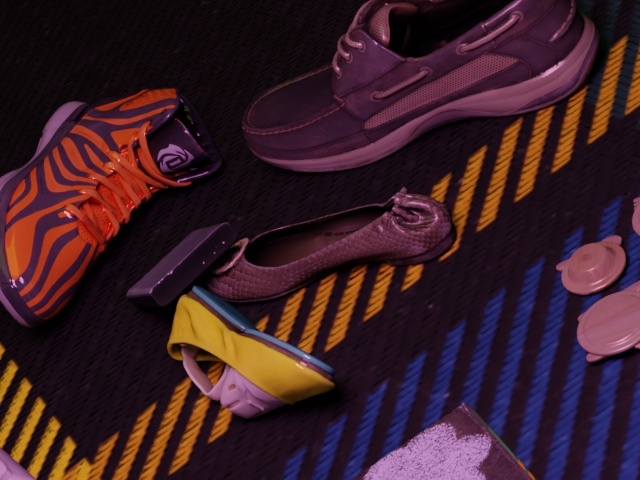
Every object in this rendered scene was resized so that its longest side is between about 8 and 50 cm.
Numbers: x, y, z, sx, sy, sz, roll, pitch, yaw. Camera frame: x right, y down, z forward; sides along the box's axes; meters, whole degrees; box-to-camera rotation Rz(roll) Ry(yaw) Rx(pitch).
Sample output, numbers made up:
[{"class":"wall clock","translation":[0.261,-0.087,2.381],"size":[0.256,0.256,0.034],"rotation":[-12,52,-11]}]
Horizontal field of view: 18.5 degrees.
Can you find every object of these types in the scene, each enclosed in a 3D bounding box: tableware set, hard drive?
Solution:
[{"class":"tableware set","translation":[0.254,0.023,1.524],"size":[0.141,0.020,0.168],"rotation":[-28,34,10]},{"class":"hard drive","translation":[-0.126,0.024,1.781],"size":[0.094,0.022,0.135],"rotation":[-43,8,-12]}]

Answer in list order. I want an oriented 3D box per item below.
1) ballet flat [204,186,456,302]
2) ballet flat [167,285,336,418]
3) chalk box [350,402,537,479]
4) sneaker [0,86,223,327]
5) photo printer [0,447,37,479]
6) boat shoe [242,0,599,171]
[{"class":"ballet flat","translation":[0.000,0.000,1.728],"size":[0.250,0.058,0.084],"rotation":[-11,38,29]},{"class":"ballet flat","translation":[-0.064,0.105,1.646],"size":[0.077,0.077,0.231],"rotation":[-60,34,-2]},{"class":"chalk box","translation":[0.111,0.271,1.177],"size":[0.180,0.179,0.289],"rotation":[-34,34,-4]},{"class":"sneaker","translation":[-0.205,-0.055,1.910],"size":[0.180,0.124,0.321],"rotation":[-16,36,26]},{"class":"photo printer","translation":[-0.389,0.247,1.683],"size":[0.256,0.107,0.307],"rotation":[-43,34,-16]},{"class":"boat shoe","translation":[0.077,-0.172,1.821],"size":[0.355,0.130,0.132],"rotation":[-17,36,22]}]
